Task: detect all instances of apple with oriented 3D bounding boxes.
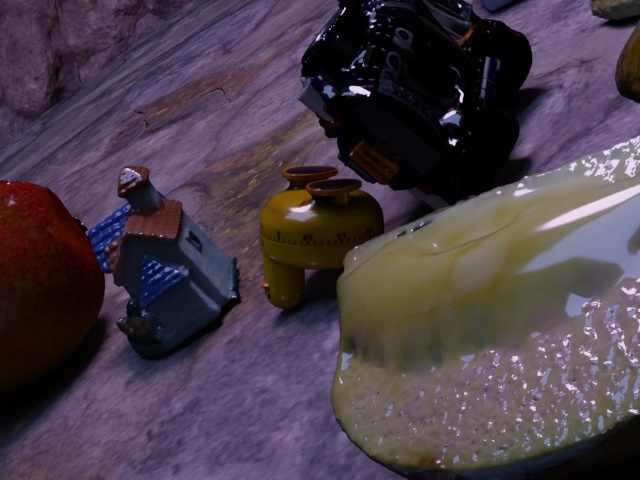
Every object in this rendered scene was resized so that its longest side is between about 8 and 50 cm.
[{"bbox_3d":[0.120,0.056,0.611,0.265,0.120,0.193,-22,36,36],"label":"apple"}]

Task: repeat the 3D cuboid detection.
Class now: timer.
[{"bbox_3d":[0.000,0.000,0.988,0.107,0.109,0.107,-2,17,0],"label":"timer"}]

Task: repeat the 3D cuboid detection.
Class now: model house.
[{"bbox_3d":[-0.162,0.011,1.094,0.119,0.149,0.148,-31,18,9],"label":"model house"}]

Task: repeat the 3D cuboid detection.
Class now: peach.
[{"bbox_3d":[-0.331,0.048,1.185,0.231,0.231,0.231,-29,20,12],"label":"peach"}]

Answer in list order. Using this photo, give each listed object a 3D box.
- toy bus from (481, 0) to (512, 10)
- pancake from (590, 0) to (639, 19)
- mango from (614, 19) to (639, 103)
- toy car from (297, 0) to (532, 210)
[{"bbox_3d":[0.303,-0.381,1.370,0.329,0.109,0.136,-25,32,24],"label":"toy bus"},{"bbox_3d":[0.367,-0.291,1.153,0.253,0.037,0.254,-29,21,12],"label":"pancake"},{"bbox_3d":[0.296,-0.138,0.766,0.192,0.146,0.316,-36,6,-11],"label":"mango"},{"bbox_3d":[0.074,-0.142,1.030,0.118,0.193,0.301,-45,13,35],"label":"toy car"}]
